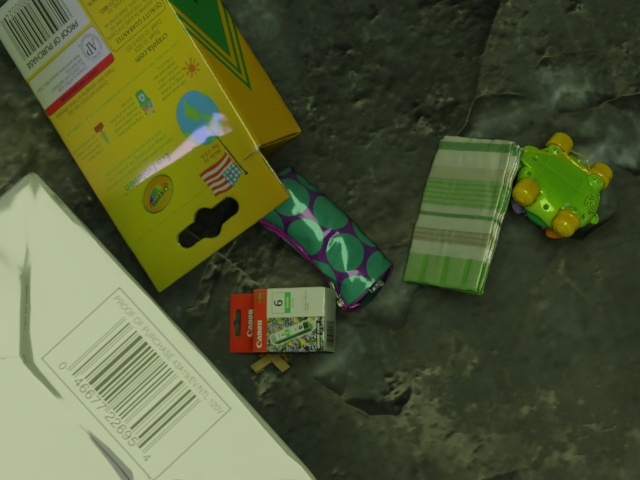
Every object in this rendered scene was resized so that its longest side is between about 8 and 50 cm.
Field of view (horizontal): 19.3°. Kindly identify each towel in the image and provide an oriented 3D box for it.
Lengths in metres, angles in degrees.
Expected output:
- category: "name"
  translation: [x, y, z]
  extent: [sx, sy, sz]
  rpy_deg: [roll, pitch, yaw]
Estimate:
- category: "towel"
  translation: [0.139, -0.025, 1.831]
  extent: [0.023, 0.113, 0.152]
  rpy_deg: [19, 83, -38]

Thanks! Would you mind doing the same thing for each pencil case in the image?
- category: "pencil case"
  translation: [0.000, 0.000, 1.833]
  extent: [0.151, 0.064, 0.070]
  rpy_deg: [44, 67, 3]

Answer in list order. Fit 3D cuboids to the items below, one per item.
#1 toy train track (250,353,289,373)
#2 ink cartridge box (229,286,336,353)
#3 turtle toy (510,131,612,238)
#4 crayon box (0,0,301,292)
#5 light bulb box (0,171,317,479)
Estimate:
- category: "toy train track"
  translation: [-0.031, 0.105, 1.844]
  extent: [0.083, 0.014, 0.048]
  rpy_deg: [-35, 51, -12]
- category: "ink cartridge box"
  translation: [-0.042, 0.078, 1.817]
  extent: [0.115, 0.029, 0.063]
  rpy_deg: [-2, 83, 24]
- category: "turtle toy"
  translation: [0.218, -0.055, 1.846]
  extent: [0.130, 0.066, 0.095]
  rpy_deg: [38, 59, 3]
- category: "crayon box"
  translation: [-0.157, -0.135, 1.781]
  extent: [0.202, 0.081, 0.318]
  rpy_deg: [-34, 85, 36]
- category: "light bulb box"
  translation: [-0.203, 0.166, 1.658]
  extent: [0.225, 0.361, 0.358]
  rpy_deg: [-42, 87, -8]
